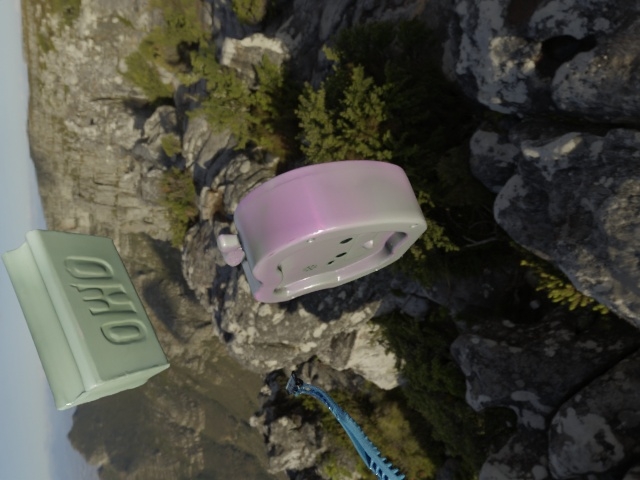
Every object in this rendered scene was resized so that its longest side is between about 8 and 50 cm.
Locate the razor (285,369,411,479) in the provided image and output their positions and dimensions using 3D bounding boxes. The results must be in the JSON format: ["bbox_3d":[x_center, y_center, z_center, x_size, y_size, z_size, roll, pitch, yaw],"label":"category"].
[{"bbox_3d":[0.044,0.306,0.651,0.253,0.042,0.081,40,144,19],"label":"razor"}]

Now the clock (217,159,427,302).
[{"bbox_3d":[0.000,0.000,0.670,0.338,0.339,0.102,-43,61,48],"label":"clock"}]

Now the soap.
[{"bbox_3d":[-0.374,0.116,0.658,0.088,0.160,0.265,-36,74,14],"label":"soap"}]
